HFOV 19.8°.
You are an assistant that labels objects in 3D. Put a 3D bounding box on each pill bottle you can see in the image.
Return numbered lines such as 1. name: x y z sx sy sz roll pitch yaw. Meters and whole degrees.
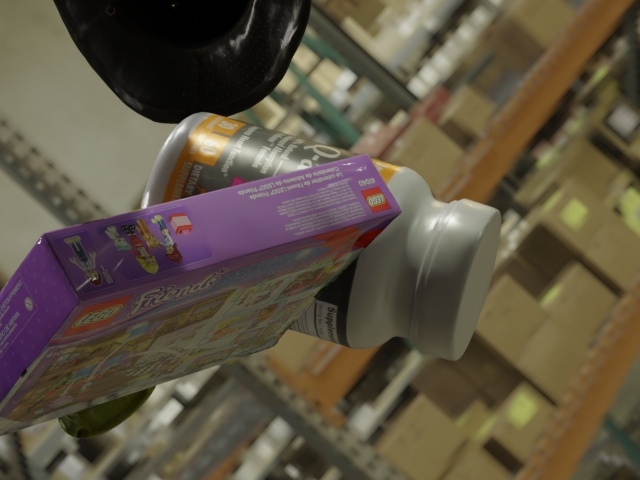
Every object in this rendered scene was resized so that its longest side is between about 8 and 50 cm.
1. pill bottle: 0.000 0.000 1.539 0.162 0.278 0.162 15 -90 -76

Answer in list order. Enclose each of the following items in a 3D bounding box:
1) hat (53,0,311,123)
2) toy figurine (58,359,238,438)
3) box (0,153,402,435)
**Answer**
1. hat: -0.113 -0.275 1.734 0.331 0.331 0.134 -47 -16 30
2. toy figurine: -0.173 0.024 1.882 0.362 0.191 0.217 -34 -27 1
3. box: -0.105 0.039 1.298 0.293 0.057 0.201 -16 -22 -42
